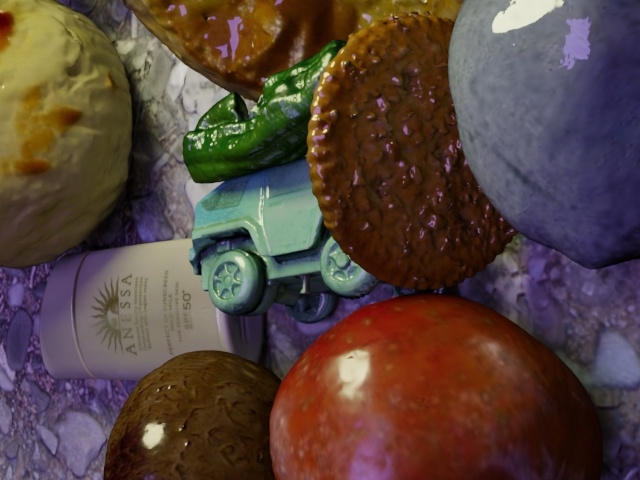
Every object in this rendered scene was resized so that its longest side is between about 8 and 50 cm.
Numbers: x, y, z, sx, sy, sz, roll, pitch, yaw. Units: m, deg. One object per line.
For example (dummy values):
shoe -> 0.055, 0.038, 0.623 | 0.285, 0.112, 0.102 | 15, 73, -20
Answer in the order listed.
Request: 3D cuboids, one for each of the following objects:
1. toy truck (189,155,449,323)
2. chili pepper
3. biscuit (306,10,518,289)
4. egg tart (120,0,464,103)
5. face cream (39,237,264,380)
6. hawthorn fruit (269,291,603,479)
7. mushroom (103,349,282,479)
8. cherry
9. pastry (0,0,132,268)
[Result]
toy truck -> 0.000, 0.000, 0.982 | 0.279, 0.155, 0.156 | -12, 75, 36
chili pepper -> -0.046, -0.118, 0.945 | 0.253, 0.083, 0.099 | -18, 45, 41
biscuit -> 0.100, -0.078, 0.849 | 0.035, 0.254, 0.253 | 8, 95, 60
egg tart -> -0.021, -0.323, 0.921 | 0.443, 0.178, 0.443 | 16, 140, 15
face cream -> -0.226, 0.090, 1.192 | 0.349, 0.081, 0.173 | -5, 87, 36
hawthorn fruit -> 0.095, 0.183, 0.835 | 0.284, 0.284, 0.284 | 0, 90, 37
mushroom -> -0.086, 0.277, 0.954 | 0.239, 0.345, 0.345 | -42, 65, 6
cherry -> 0.230, -0.127, 0.761 | 0.255, 0.218, 0.296 | 5, 101, 7
pastry -> -0.435, -0.148, 1.207 | 0.389, 0.313, 0.388 | 1, 92, 33
